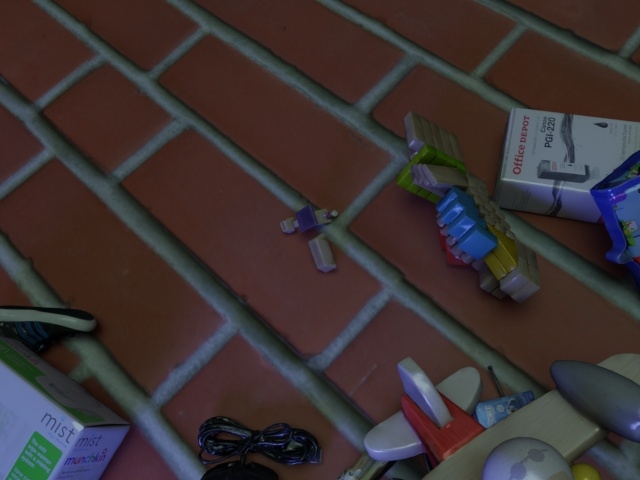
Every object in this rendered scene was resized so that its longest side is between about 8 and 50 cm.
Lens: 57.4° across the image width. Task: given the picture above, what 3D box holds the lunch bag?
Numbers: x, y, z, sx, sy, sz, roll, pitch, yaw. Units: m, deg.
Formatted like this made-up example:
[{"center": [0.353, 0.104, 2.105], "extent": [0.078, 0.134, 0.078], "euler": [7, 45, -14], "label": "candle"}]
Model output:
[{"center": [0.552, -0.045, 0.851], "extent": [0.293, 0.138, 0.221], "euler": [-33, 105, -1], "label": "lunch bag"}]

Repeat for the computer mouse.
[{"center": [-0.109, 0.392, 0.810], "extent": [0.188, 0.072, 0.272], "euler": [4, 52, 12], "label": "computer mouse"}]

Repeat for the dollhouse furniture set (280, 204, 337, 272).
[{"center": [0.000, 0.000, 1.023], "extent": [0.081, 0.091, 0.114], "euler": [-14, 81, -44], "label": "dollhouse furniture set"}]

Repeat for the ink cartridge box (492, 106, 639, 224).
[{"center": [0.413, -0.125, 0.979], "extent": [0.217, 0.092, 0.159], "euler": [10, 65, 15], "label": "ink cartridge box"}]

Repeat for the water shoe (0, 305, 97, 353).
[{"center": [-0.474, 0.155, 0.991], "extent": [0.203, 0.073, 0.080], "euler": [3, 90, 10], "label": "water shoe"}]

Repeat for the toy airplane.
[{"center": [0.206, 0.273, 0.657], "extent": [0.384, 0.272, 0.386], "euler": [6, 55, 15], "label": "toy airplane"}]

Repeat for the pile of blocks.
[{"center": [0.206, -0.042, 0.946], "extent": [0.148, 0.113, 0.362], "euler": [3, 50, -39], "label": "pile of blocks"}]

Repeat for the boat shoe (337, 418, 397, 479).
[{"center": [0.060, 0.321, 0.825], "extent": [0.153, 0.056, 0.048], "euler": [-42, 58, -16], "label": "boat shoe"}]

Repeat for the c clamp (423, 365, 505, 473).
[{"center": [0.215, 0.279, 0.844], "extent": [0.160, 0.022, 0.137], "euler": [-26, 68, -7], "label": "c clamp"}]

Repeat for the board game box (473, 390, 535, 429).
[{"center": [0.269, 0.266, 0.823], "extent": [0.089, 0.020, 0.090], "euler": [-12, 66, -4], "label": "board game box"}]

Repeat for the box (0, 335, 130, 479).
[{"center": [-0.455, 0.300, 0.851], "extent": [0.261, 0.127, 0.231], "euler": [28, 83, 20], "label": "box"}]

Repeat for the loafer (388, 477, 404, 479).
[{"center": [0.067, 0.392, 0.773], "extent": [0.062, 0.061, 0.170], "euler": [5, 56, 47], "label": "loafer"}]
